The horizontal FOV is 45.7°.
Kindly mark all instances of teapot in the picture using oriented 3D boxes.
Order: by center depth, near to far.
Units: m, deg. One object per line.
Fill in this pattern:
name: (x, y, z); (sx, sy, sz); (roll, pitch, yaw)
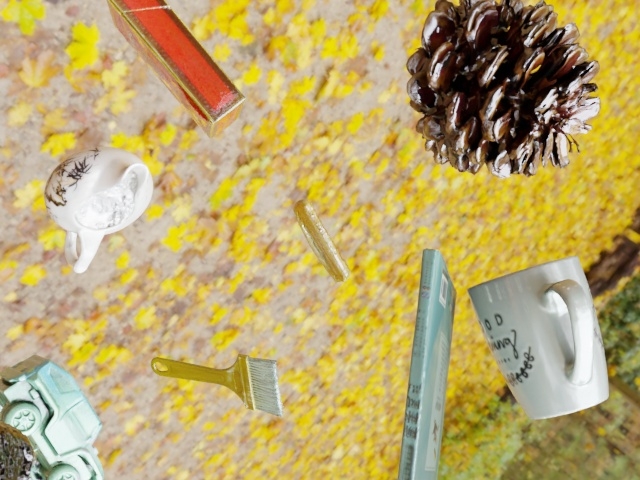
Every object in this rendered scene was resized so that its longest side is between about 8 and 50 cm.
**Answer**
teapot: (-0.442, -0.073, 1.518); (0.208, 0.166, 0.299); (-7, 134, -50)

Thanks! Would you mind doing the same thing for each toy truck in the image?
toy truck: (-0.527, 0.366, 1.484); (0.156, 0.155, 0.278); (-36, 109, -31)

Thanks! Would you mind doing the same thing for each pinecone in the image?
pinecone: (0.209, -0.171, 0.849); (0.221, 0.221, 0.221); (-40, 154, -24)

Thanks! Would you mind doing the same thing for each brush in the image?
brush: (-0.143, 0.181, 1.010); (0.011, 0.205, 0.083); (-42, 130, -54)

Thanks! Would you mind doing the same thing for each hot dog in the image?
hot dog: (0.001, 0.000, 1.108); (0.044, 0.137, 0.028); (-20, -163, 45)

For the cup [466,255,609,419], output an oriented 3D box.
cup: (0.366, 0.151, 1.198); (0.187, 0.233, 0.258); (-16, 169, -8)

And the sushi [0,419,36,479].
sushi: (-0.490, 0.356, 1.059); (0.126, 0.136, 0.225); (36, 54, -72)

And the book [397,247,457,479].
book: (0.166, 0.227, 1.152); (0.264, 0.031, 0.379); (49, 48, -65)

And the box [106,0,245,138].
box: (-0.218, -0.275, 1.155); (0.074, 0.239, 0.153); (-41, -175, -4)
